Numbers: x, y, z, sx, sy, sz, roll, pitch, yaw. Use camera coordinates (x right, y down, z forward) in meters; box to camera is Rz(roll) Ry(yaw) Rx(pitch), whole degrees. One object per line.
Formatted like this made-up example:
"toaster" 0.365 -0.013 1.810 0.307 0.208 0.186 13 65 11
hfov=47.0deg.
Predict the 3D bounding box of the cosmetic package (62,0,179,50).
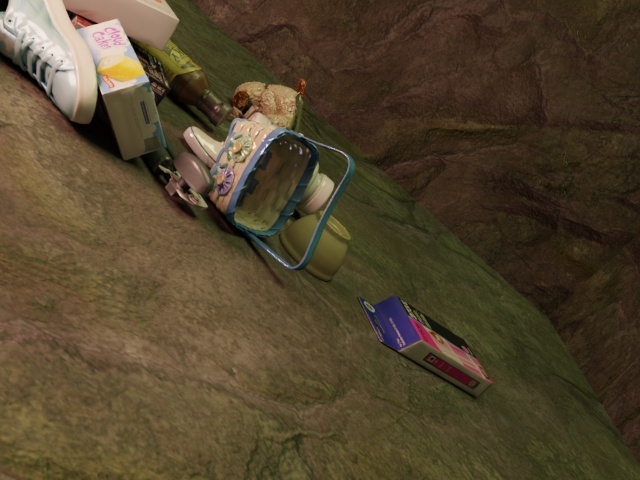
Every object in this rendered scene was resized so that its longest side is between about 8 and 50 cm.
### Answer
"cosmetic package" -0.540 -0.598 1.683 0.377 0.097 0.284 16 30 -41

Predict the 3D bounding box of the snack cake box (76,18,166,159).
"snack cake box" -0.387 -0.295 1.424 0.152 0.089 0.264 84 -20 -45

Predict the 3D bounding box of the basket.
"basket" -0.091 -0.105 1.512 0.289 0.254 0.201 29 6 27

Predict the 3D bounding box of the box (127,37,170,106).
"box" -0.443 -0.401 1.729 0.147 0.077 0.180 33 18 -35

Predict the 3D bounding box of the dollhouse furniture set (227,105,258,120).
"dollhouse furniture set" -0.243 -0.405 2.252 0.091 0.081 0.114 31 19 -38

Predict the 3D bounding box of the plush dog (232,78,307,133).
"plush dog" -0.177 -0.454 2.420 0.226 0.210 0.262 17 12 6

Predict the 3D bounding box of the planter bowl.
"planter bowl" 0.000 0.000 1.708 0.162 0.109 0.162 39 15 -13

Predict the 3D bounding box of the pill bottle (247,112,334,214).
"pill bottle" -0.101 -0.187 1.880 0.272 0.152 0.152 38 16 -18

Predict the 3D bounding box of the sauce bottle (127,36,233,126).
"sauce bottle" -0.379 -0.441 1.949 0.344 0.111 0.111 42 15 -5

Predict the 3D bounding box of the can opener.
"can opener" -0.288 -0.168 1.453 0.076 0.095 0.283 24 24 -53

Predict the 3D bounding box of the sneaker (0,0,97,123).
"sneaker" -0.526 -0.346 1.347 0.150 0.135 0.366 -11 55 -35

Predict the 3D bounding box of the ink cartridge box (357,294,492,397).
"ink cartridge box" 0.257 0.245 1.795 0.371 0.069 0.175 31 19 -32

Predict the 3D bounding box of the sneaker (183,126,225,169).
"sneaker" -0.204 -0.191 1.740 0.258 0.091 0.094 41 15 -8

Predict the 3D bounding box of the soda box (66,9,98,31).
"soda box" -0.543 -0.483 1.689 0.092 0.083 0.263 31 19 -33
